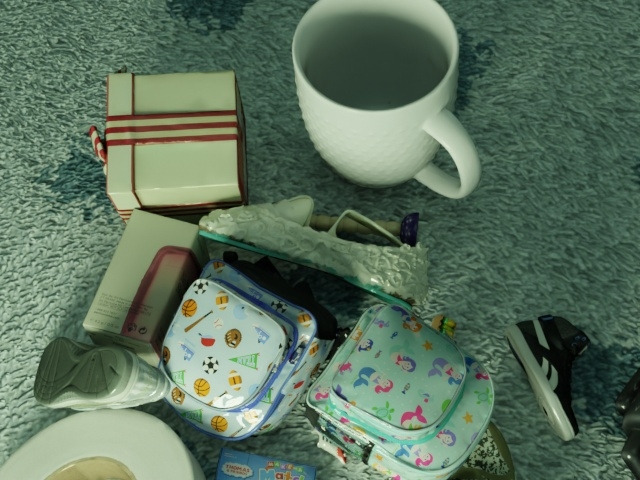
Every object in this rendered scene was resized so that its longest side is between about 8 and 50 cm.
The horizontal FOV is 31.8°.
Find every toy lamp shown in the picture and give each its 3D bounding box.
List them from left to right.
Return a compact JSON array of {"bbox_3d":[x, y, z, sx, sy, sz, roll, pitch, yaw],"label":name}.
[{"bbox_3d":[0.037,-0.030,2.008,0.274,0.080,0.080,6,62,4],"label":"toy lamp"}]

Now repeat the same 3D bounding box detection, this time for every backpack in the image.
[{"bbox_3d":[-0.132,0.188,1.811,0.276,0.213,0.263,31,103,25],"label":"backpack"},{"bbox_3d":[0.130,0.233,1.675,0.253,0.191,0.225,35,66,8],"label":"backpack"}]

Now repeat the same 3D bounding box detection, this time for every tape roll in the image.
[{"bbox_3d":[-0.359,0.440,1.721,0.392,0.072,0.392,-12,49,13],"label":"tape roll"}]

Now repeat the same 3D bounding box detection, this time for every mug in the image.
[{"bbox_3d":[0.133,-0.214,1.956,0.276,0.328,0.374,-42,67,-17],"label":"mug"}]

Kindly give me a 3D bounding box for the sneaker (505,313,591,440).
[{"bbox_3d":[0.403,0.212,1.847,0.121,0.079,0.217,-21,61,-6],"label":"sneaker"}]

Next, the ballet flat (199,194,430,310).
[{"bbox_3d":[0.000,0.000,1.931,0.408,0.147,0.147,20,64,-3],"label":"ballet flat"}]

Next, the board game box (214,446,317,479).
[{"bbox_3d":[-0.097,0.434,1.743,0.160,0.039,0.211,12,49,-3],"label":"board game box"}]

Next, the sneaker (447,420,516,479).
[{"bbox_3d":[0.218,0.439,1.679,0.158,0.182,0.410,6,62,8],"label":"sneaker"}]

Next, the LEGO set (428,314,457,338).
[{"bbox_3d":[0.146,0.231,1.833,0.287,0.107,0.132,-37,71,-18],"label":"LEGO set"}]

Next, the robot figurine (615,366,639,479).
[{"bbox_3d":[0.582,0.261,1.754,0.209,0.173,0.278,33,69,17],"label":"robot figurine"}]

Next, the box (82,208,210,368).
[{"bbox_3d":[-0.292,0.089,1.925,0.126,0.149,0.232,15,64,11],"label":"box"}]

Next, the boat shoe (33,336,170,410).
[{"bbox_3d":[-0.367,0.224,1.823,0.320,0.103,0.118,-9,62,49],"label":"boat shoe"}]

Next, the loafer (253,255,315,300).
[{"bbox_3d":[-0.042,0.105,1.939,0.223,0.076,0.078,37,78,25],"label":"loafer"}]

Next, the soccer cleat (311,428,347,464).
[{"bbox_3d":[0.015,0.336,1.839,0.035,0.029,0.083,-31,60,-3],"label":"soccer cleat"}]

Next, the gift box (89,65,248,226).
[{"bbox_3d":[-0.266,-0.168,2.009,0.258,0.255,0.276,-4,67,0],"label":"gift box"}]
